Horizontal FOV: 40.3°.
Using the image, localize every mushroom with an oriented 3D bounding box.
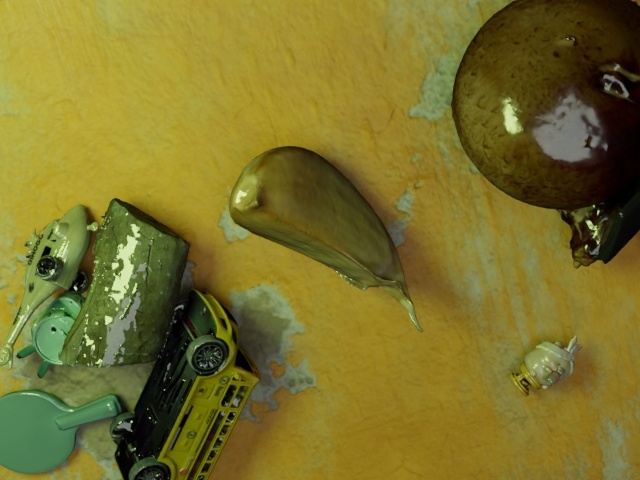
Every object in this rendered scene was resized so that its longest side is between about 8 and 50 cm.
[{"bbox_3d":[0.370,-0.189,1.271,0.334,0.356,0.331,41,94,18],"label":"mushroom"}]

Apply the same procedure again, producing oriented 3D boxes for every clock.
[{"bbox_3d":[-0.409,0.154,1.375,0.135,0.041,0.101,-41,104,7],"label":"clock"}]

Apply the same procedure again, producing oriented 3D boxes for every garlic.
[{"bbox_3d":[0.008,-0.001,1.295,0.338,0.196,0.151,39,113,-21],"label":"garlic"}]

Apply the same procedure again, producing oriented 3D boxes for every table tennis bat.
[{"bbox_3d":[-0.437,0.299,1.418,0.237,0.038,0.149,-19,105,5],"label":"table tennis bat"}]

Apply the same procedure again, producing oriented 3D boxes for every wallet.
[{"bbox_3d":[0.472,-0.076,1.217,0.025,0.124,0.244,36,64,25],"label":"wallet"}]

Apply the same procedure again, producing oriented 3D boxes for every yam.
[{"bbox_3d":[-0.284,0.078,1.293,0.154,0.154,0.254,20,87,-10],"label":"yam"}]

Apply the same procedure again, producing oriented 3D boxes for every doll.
[{"bbox_3d":[0.378,0.208,1.433,0.127,0.084,0.073,-39,106,14],"label":"doll"}]

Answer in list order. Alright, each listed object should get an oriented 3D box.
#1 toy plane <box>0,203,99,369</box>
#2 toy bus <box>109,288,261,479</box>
[{"bbox_3d":[-0.426,0.073,1.307,0.108,0.092,0.286,18,80,23],"label":"toy plane"},{"bbox_3d":[-0.204,0.247,1.363,0.151,0.145,0.331,18,106,-33],"label":"toy bus"}]
